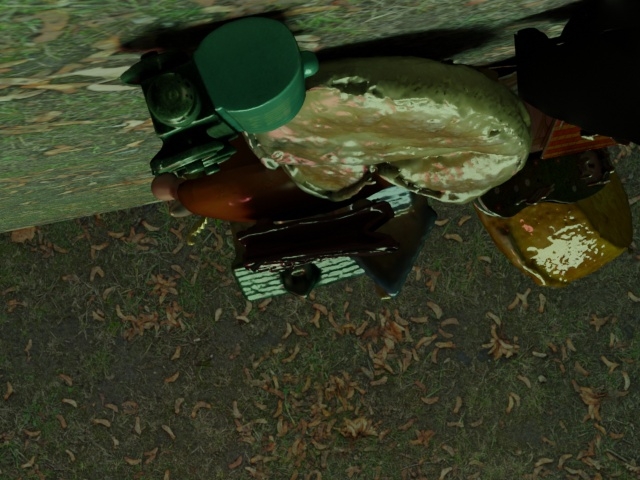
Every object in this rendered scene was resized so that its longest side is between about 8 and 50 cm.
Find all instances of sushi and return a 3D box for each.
[{"bbox_3d":[0.312,-0.170,0.941,0.172,0.153,0.150,3,-166,40],"label":"sushi"}]

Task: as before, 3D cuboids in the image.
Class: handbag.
[{"bbox_3d":[0.000,-0.003,1.260,0.216,0.074,0.203,-9,176,7],"label":"handbag"}]

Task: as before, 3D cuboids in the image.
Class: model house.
[{"bbox_3d":[0.020,-0.038,1.706,0.381,0.343,0.334,-10,-177,6],"label":"model house"},{"bbox_3d":[0.338,-0.155,1.254,0.293,0.207,0.154,-12,179,-36],"label":"model house"}]

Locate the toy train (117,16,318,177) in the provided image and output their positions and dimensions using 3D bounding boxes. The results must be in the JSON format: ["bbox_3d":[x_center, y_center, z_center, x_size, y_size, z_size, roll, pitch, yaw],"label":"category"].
[{"bbox_3d":[-0.075,-0.122,0.786,0.159,0.101,0.248,-24,-177,2],"label":"toy train"}]

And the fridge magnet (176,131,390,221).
[{"bbox_3d":[-0.031,-0.110,1.349,0.363,0.155,0.363,-11,-178,0],"label":"fridge magnet"}]

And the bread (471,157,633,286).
[{"bbox_3d":[0.420,-0.106,1.767,0.215,0.398,0.398,-26,173,33],"label":"bread"}]

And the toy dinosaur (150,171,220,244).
[{"bbox_3d":[-0.277,-0.107,1.911,0.176,0.152,0.194,-10,-137,8],"label":"toy dinosaur"}]

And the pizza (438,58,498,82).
[{"bbox_3d":[0.128,-0.169,1.120,0.154,0.069,0.194,-2,168,-8],"label":"pizza"}]

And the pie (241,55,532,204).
[{"bbox_3d":[0.072,-0.119,1.025,0.337,0.075,0.337,3,159,1],"label":"pie"}]
